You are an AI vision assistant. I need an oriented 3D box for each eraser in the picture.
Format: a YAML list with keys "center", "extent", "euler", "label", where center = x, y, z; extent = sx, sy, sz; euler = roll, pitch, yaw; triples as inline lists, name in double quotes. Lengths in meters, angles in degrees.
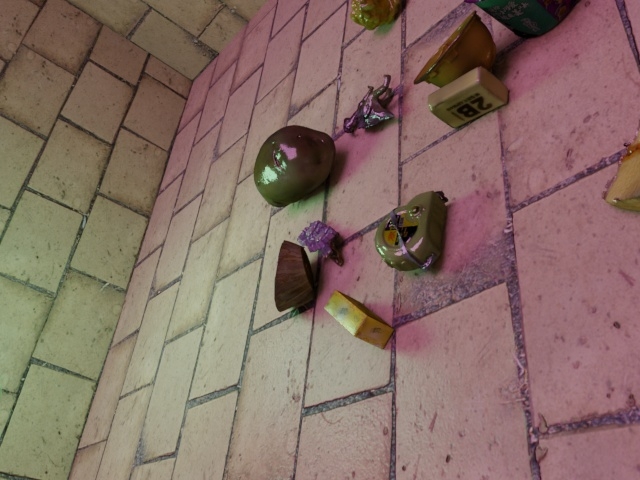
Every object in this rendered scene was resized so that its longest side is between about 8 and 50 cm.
- center: [0.369, -0.356, 1.549]
  extent: [0.172, 0.117, 0.058]
  euler: [-22, 52, 48]
  label: "eraser"

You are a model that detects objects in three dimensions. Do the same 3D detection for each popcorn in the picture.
- center: [0.192, -0.855, 2.198]
  extent: [0.197, 0.198, 0.155]
  euler: [-60, 28, 1]
  label: "popcorn"

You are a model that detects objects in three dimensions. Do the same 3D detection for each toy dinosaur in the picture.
- center: [0.163, -0.425, 1.975]
  extent: [0.162, 0.077, 0.294]
  euler: [-70, 16, -8]
  label: "toy dinosaur"

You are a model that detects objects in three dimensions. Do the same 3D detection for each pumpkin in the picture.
- center: [-0.071, 0.104, 1.819]
  extent: [0.110, 0.217, 0.217]
  euler: [-2, 55, 12]
  label: "pumpkin"

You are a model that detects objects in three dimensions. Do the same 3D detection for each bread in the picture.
- center: [0.568, -0.166, 1.057]
  extent: [0.178, 0.135, 0.240]
  euler: [18, 82, 60]
  label: "bread"

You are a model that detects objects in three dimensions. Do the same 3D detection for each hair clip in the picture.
- center: [0.000, 0.000, 1.862]
  extent: [0.106, 0.084, 0.292]
  euler: [-42, 25, -3]
  label: "hair clip"

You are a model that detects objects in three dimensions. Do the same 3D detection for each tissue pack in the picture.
- center: [0.093, 0.192, 1.518]
  extent: [0.062, 0.095, 0.176]
  euler: [-59, 29, 4]
  label: "tissue pack"

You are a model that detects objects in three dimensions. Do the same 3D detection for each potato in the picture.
- center: [-0.098, -0.255, 2.065]
  extent: [0.326, 0.221, 0.243]
  euler: [-23, 81, 51]
  label: "potato"

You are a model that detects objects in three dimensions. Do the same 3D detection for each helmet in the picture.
- center: [0.367, -0.459, 1.589]
  extent: [0.205, 0.140, 0.257]
  euler: [-54, 5, -20]
  label: "helmet"

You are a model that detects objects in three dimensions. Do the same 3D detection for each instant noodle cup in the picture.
- center: [0.501, -0.632, 1.511]
  extent: [0.251, 0.190, 0.251]
  euler: [-38, 36, 34]
  label: "instant noodle cup"

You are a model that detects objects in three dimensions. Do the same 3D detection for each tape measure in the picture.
- center: [0.221, -0.009, 1.490]
  extent: [0.175, 0.106, 0.200]
  euler: [-14, 54, 35]
  label: "tape measure"
